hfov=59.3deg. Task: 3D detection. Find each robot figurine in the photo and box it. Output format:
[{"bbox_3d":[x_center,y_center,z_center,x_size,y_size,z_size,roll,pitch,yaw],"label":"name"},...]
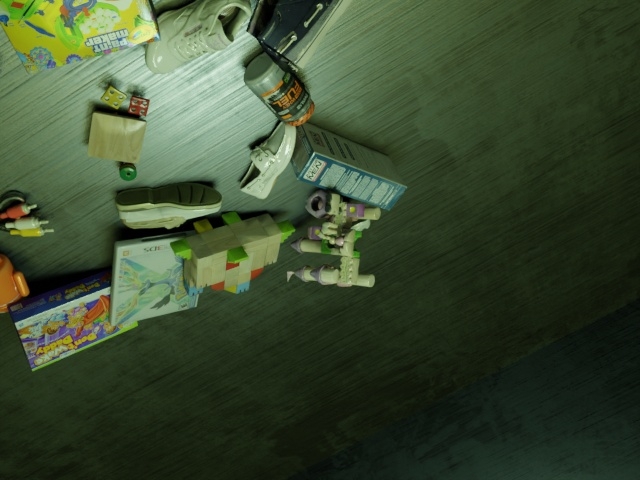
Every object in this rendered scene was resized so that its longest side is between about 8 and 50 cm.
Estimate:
[{"bbox_3d":[-0.953,0.127,1.652,0.158,0.128,0.219,-23,138,-21],"label":"robot figurine"}]

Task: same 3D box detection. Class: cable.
[{"bbox_3d":[-0.901,-0.043,1.553,0.287,0.072,0.139,-18,130,-4],"label":"cable"}]

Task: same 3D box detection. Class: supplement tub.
[{"bbox_3d":[-0.105,-0.399,1.495,0.117,0.117,0.190,-37,134,14],"label":"supplement tub"}]

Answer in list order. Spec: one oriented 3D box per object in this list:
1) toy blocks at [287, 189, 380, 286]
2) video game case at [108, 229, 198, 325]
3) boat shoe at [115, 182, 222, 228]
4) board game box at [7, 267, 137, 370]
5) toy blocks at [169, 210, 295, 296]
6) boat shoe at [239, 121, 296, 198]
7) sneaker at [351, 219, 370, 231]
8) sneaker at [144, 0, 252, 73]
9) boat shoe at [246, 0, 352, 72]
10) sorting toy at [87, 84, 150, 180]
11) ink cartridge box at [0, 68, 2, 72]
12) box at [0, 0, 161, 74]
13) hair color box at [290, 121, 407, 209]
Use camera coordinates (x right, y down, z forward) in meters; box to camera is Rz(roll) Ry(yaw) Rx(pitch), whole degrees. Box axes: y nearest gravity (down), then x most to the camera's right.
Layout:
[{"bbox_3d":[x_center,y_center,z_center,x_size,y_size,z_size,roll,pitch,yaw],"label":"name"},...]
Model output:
[{"bbox_3d":[0.000,0.000,1.769,0.309,0.260,0.288,7,88,-56],"label":"toy blocks"},{"bbox_3d":[-0.518,0.119,1.807,0.300,0.036,0.329,-11,133,-36],"label":"video game case"},{"bbox_3d":[-0.441,-0.097,1.662,0.302,0.113,0.103,-1,134,-6],"label":"boat shoe"},{"bbox_3d":[-0.770,0.242,1.782,0.347,0.078,0.233,-23,140,-31],"label":"board game box"},{"bbox_3d":[-0.287,0.070,1.818,0.381,0.190,0.261,-19,145,-28],"label":"toy blocks"},{"bbox_3d":[-0.159,-0.236,1.640,0.096,0.098,0.277,10,128,-30],"label":"boat shoe"},{"bbox_3d":[0.106,-0.039,1.961,0.152,0.053,0.061,-22,138,-2],"label":"sneaker"},{"bbox_3d":[-0.289,-0.486,1.312,0.305,0.152,0.114,-36,147,14],"label":"sneaker"},{"bbox_3d":[-0.032,-0.568,1.300,0.158,0.127,0.340,20,104,-52],"label":"boat shoe"},{"bbox_3d":[-0.536,-0.286,1.483,0.132,0.046,0.274,6,129,-25],"label":"sorting toy"},{"bbox_3d":[-0.933,-0.357,1.252,0.307,0.072,0.303,26,117,-40],"label":"ink cartridge box"},{"bbox_3d":[-0.520,-0.538,1.160,0.290,0.177,0.279,-17,135,-7],"label":"box"},{"bbox_3d":[0.077,-0.221,1.692,0.347,0.174,0.105,16,125,-32],"label":"hair color box"}]
